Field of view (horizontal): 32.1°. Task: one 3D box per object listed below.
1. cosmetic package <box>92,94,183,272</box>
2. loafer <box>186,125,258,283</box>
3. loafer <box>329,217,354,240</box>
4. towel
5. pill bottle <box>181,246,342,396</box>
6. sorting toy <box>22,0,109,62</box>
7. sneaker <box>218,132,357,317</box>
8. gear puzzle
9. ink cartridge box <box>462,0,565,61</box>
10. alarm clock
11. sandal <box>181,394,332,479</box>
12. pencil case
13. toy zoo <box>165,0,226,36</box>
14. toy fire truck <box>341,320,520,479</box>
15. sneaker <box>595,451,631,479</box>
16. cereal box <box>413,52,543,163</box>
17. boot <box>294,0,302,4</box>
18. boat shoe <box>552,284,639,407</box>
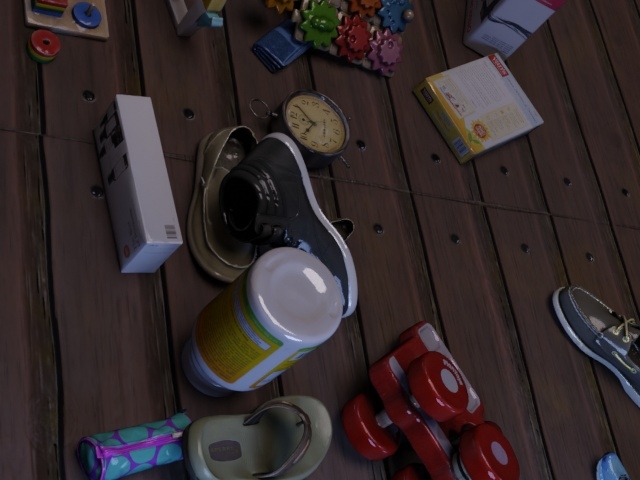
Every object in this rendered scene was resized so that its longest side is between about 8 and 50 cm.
[{"bbox_3d":[-0.265,-0.081,1.589,0.061,0.099,0.239,0,63,-33],"label":"cosmetic package"},{"bbox_3d":[-0.139,-0.065,1.670,0.102,0.092,0.268,12,57,-30],"label":"loafer"},{"bbox_3d":[0.000,0.000,1.757,0.056,0.050,0.148,50,47,1],"label":"loafer"},{"bbox_3d":[-0.064,-0.342,1.936,0.067,0.029,0.119,46,47,-2],"label":"towel"},{"bbox_3d":[-0.089,0.120,1.487,0.136,0.246,0.136,18,54,-26],"label":"pill bottle"},{"bbox_3d":[-0.393,-0.393,1.723,0.132,0.046,0.274,6,60,-33],"label":"sorting toy"},{"bbox_3d":[-0.054,0.002,1.616,0.147,0.105,0.295,-35,104,-46],"label":"sneaker"},{"bbox_3d":[0.036,-0.413,1.954,0.339,0.044,0.175,14,89,-38],"label":"gear puzzle"},{"bbox_3d":[0.392,-0.493,2.211,0.100,0.237,0.172,25,52,-18],"label":"ink cartridge box"},{"bbox_3d":[-0.035,-0.190,1.839,0.192,0.064,0.129,22,53,-26],"label":"alarm clock"},{"bbox_3d":[-0.064,0.270,1.491,0.303,0.086,0.120,-2,67,-59],"label":"sandal"},{"bbox_3d":[-0.230,0.264,1.420,0.152,0.070,0.064,-10,74,-38],"label":"pencil case"},{"bbox_3d":[-0.210,-0.468,1.799,0.030,0.192,0.293,-7,67,-38],"label":"toy zoo"},{"bbox_3d":[0.192,0.277,1.665,0.302,0.169,0.254,55,29,4],"label":"toy fire truck"},{"bbox_3d":[0.522,0.424,1.852,0.063,0.073,0.162,-16,74,-40],"label":"sneaker"},{"bbox_3d":[0.306,-0.257,2.134,0.240,0.047,0.173,-24,79,-42],"label":"cereal box"},{"bbox_3d":[-0.019,-0.537,2.041,0.247,0.094,0.207,-7,71,-31],"label":"boot"},{"bbox_3d":[0.547,0.185,2.004,0.305,0.091,0.109,46,47,-3],"label":"boat shoe"}]
